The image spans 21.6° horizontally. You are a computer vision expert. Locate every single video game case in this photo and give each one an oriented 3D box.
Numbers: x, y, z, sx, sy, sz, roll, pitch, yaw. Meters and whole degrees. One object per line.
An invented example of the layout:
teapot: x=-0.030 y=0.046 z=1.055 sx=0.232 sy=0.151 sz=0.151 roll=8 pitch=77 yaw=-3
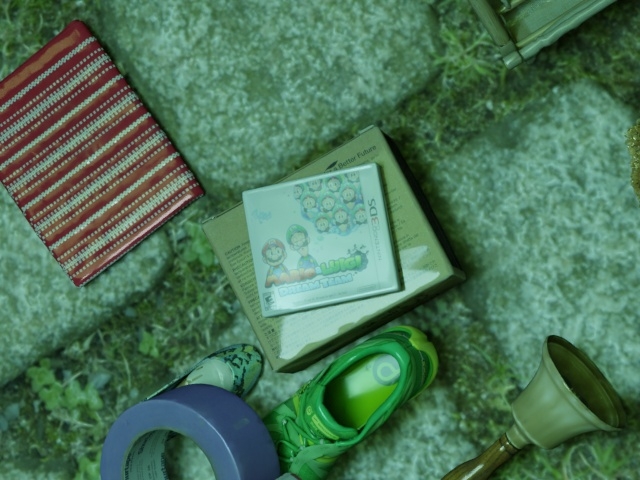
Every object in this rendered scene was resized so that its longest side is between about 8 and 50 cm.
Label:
video game case: x=0.000 y=0.000 z=1.827 sx=0.157 sy=0.019 sz=0.143 roll=-12 pitch=81 yaw=15

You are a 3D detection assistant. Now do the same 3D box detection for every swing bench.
swing bench: x=0.246 y=-0.359 z=1.802 sx=0.253 sy=0.165 sz=0.254 roll=-31 pitch=100 yaw=10

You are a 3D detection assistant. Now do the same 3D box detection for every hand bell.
hand bell: x=0.200 y=0.224 z=1.814 sx=0.242 sy=0.126 sz=0.126 roll=-43 pitch=75 yaw=22

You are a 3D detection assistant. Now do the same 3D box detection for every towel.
towel: x=-0.289 y=-0.106 z=2.005 sx=0.199 sy=0.031 sz=0.275 roll=-38 pitch=78 yaw=7

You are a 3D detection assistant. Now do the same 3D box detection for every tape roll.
tape roll: x=-0.143 y=0.256 z=1.831 sx=0.189 sy=0.080 sz=0.189 roll=6 pitch=102 yaw=29

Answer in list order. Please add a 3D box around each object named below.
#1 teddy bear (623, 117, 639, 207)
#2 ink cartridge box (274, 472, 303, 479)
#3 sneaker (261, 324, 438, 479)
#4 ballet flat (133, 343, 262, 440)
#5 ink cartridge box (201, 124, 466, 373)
teddy bear: x=0.492 y=-0.092 z=1.756 sx=0.338 sy=0.113 sz=0.245 roll=-35 pitch=84 yaw=2
ink cartridge box: x=-0.047 y=0.483 z=1.746 sx=0.279 sy=0.160 sz=0.384 roll=37 pitch=119 yaw=16
sneaker: x=-0.002 y=0.198 z=1.845 sx=0.295 sy=0.123 sz=0.109 roll=-45 pitch=75 yaw=10
ballet flat: x=-0.151 y=0.182 z=1.920 sx=0.188 sy=0.070 sz=0.070 roll=-37 pitch=76 yaw=9
ink cartridge box: x=0.015 y=0.013 z=1.877 sx=0.235 sy=0.088 sz=0.193 roll=-29 pitch=76 yaw=12
